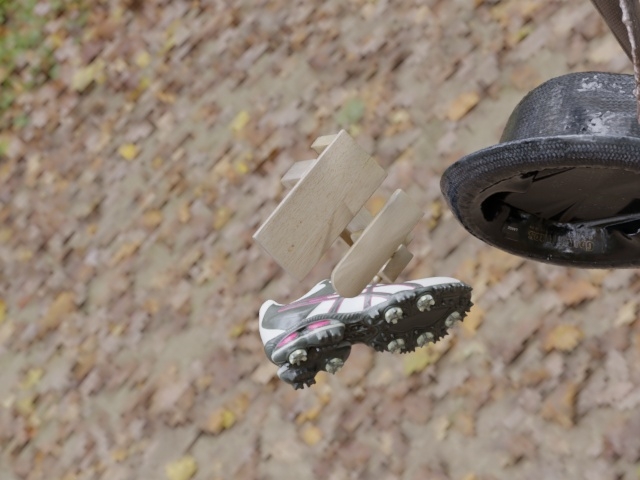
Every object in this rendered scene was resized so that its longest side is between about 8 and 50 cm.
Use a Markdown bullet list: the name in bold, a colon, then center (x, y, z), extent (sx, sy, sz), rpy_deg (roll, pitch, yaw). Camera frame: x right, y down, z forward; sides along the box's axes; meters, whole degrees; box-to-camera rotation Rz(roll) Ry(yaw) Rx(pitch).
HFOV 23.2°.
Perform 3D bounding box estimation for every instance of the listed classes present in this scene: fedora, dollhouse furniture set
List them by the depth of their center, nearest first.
- **dollhouse furniture set**: center (0.000, 0.000, 1.386), extent (0.123, 0.144, 0.151), rpy_deg (-51, 19, -17)
- **fedora**: center (0.299, -0.089, 1.686), extent (0.334, 0.334, 0.153), rpy_deg (-13, 57, 44)

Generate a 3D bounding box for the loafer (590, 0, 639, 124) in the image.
- **loafer**: center (0.177, -0.235, 0.978), extent (0.130, 0.366, 0.134), rpy_deg (-12, 9, 22)

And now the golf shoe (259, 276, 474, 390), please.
- **golf shoe**: center (0.055, 0.084, 1.936), extent (0.272, 0.105, 0.120), rpy_deg (-16, 45, -13)
